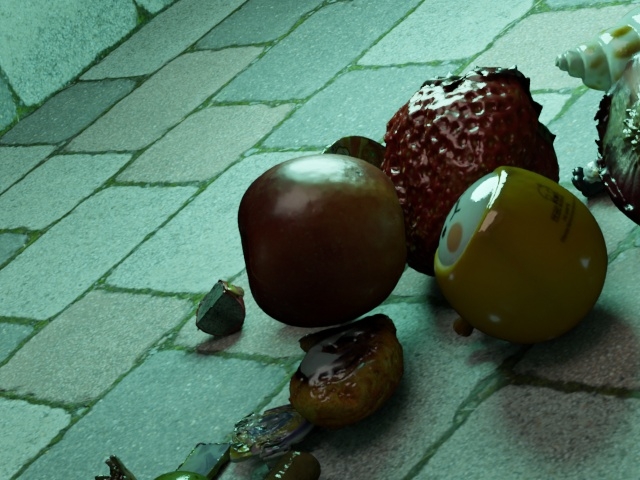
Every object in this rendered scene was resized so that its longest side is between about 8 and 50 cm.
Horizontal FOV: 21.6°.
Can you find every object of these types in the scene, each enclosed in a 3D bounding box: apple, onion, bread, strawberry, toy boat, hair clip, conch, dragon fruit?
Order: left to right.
[{"bbox_3d":[-0.154,0.288,2.054,0.063,0.016,0.115,-5,33,41],"label":"toy boat"},{"bbox_3d":[-0.134,0.096,2.367,0.083,0.060,0.056,-52,17,22],"label":"dragon fruit"},{"bbox_3d":[-0.052,0.237,2.020,0.116,0.049,0.172,-13,16,1],"label":"hair clip"},{"bbox_3d":[0.000,0.000,2.089,0.201,0.218,0.218,-3,22,-7],"label":"apple"},{"bbox_3d":[0.035,0.156,2.038,0.139,0.095,0.269,-14,9,7],"label":"bread"},{"bbox_3d":[0.182,-0.081,2.185,0.238,0.250,0.288,3,63,40],"label":"strawberry"},{"bbox_3d":[0.468,-0.251,2.307,0.274,0.149,0.183,-23,19,7],"label":"conch"},{"bbox_3d":[0.469,-0.132,2.020,0.195,0.272,0.272,9,3,-32],"label":"onion"}]

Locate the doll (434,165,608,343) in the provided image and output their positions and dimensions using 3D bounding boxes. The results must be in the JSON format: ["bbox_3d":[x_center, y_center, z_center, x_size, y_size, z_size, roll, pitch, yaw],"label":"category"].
[{"bbox_3d":[0.221,0.041,1.968,0.236,0.213,0.213,-60,1,38],"label":"doll"}]

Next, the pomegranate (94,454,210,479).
[{"bbox_3d":[-0.178,0.308,1.866,0.129,0.159,0.129,-34,36,30],"label":"pomegranate"}]

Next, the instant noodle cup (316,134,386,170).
[{"bbox_3d":[0.016,-0.030,2.322,0.153,0.205,0.205,-18,23,48],"label":"instant noodle cup"}]

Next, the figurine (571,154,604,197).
[{"bbox_3d":[0.400,-0.098,2.195,0.136,0.079,0.077,-42,17,32],"label":"figurine"}]

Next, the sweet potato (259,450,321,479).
[{"bbox_3d":[-0.098,0.334,1.770,0.109,0.109,0.385,-17,21,25],"label":"sweet potato"}]
